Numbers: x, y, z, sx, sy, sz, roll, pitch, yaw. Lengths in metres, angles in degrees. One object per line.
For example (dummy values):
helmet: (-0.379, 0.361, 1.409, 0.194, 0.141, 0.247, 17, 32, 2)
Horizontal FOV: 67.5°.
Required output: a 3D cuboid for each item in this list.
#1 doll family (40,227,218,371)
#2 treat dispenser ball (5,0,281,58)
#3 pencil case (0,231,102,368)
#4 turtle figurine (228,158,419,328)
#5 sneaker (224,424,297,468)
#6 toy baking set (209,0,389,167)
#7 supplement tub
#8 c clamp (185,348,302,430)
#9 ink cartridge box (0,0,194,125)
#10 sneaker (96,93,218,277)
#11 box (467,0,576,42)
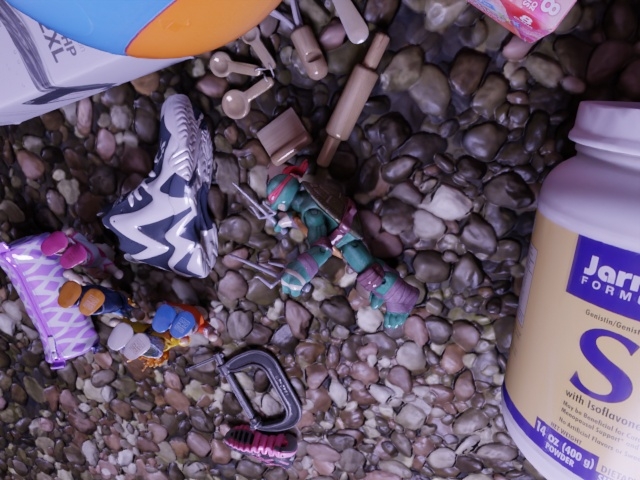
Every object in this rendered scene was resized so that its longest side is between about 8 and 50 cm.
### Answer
doll family: (-0.272, 0.095, 0.657, 0.263, 0.163, 0.118, 34, 83, 2)
treat dispenser ball: (-0.132, -0.280, 0.336, 0.288, 0.288, 0.288, 5, 109, 14)
pencil case: (-0.415, 0.090, 0.727, 0.086, 0.088, 0.206, -16, 102, 17)
turtle figurine: (0.000, 0.000, 0.544, 0.234, 0.175, 0.118, 37, 112, -12)
sneaker: (-0.093, 0.326, 0.746, 0.119, 0.047, 0.057, 8, 121, 14)
toy baking set: (-0.026, -0.212, 0.548, 0.196, 0.030, 0.256, 33, 113, 3)
supplement tub: (0.310, 0.053, 0.432, 0.241, 0.241, 0.331, 7, 110, 13)
c clamp: (-0.107, 0.228, 0.728, 0.137, 0.022, 0.161, -30, 97, 17)
ink cartridge box: (-0.338, -0.281, 0.557, 0.307, 0.129, 0.223, -12, 105, 18)
sneaker: (-0.221, -0.066, 0.616, 0.153, 0.094, 0.235, 3, 119, 6)
box: (0.217, -0.335, 0.379, 0.154, 0.142, 0.300, 36, 114, 1)
